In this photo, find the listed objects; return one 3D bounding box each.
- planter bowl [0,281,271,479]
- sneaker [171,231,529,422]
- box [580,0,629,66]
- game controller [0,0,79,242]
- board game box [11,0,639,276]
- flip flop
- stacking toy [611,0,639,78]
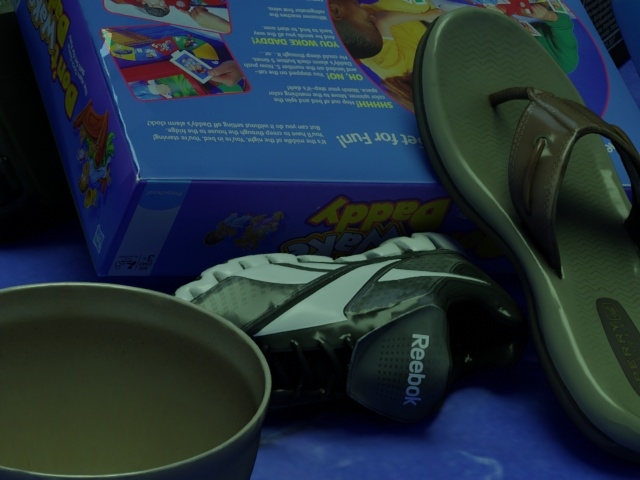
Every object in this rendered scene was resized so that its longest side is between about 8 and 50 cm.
[{"bbox_3d":[-0.106,0.102,0.846,0.162,0.109,0.162,5,26,-2],"label":"planter bowl"},{"bbox_3d":[0.013,0.052,1.004,0.234,0.078,0.106,-12,28,-35],"label":"sneaker"},{"bbox_3d":[0.175,-0.295,1.494,0.183,0.294,0.296,17,28,22],"label":"box"},{"bbox_3d":[-0.209,-0.157,1.196,0.166,0.067,0.319,-20,78,-28],"label":"game controller"},{"bbox_3d":[0.013,-0.092,1.146,0.347,0.078,0.233,0,49,-27],"label":"board game box"},{"bbox_3d":[0.137,-0.015,1.029,0.112,0.080,0.277,-3,58,-30],"label":"flip flop"},{"bbox_3d":[0.359,-0.148,1.423,0.175,0.165,0.302,-30,-13,30],"label":"stacking toy"}]
